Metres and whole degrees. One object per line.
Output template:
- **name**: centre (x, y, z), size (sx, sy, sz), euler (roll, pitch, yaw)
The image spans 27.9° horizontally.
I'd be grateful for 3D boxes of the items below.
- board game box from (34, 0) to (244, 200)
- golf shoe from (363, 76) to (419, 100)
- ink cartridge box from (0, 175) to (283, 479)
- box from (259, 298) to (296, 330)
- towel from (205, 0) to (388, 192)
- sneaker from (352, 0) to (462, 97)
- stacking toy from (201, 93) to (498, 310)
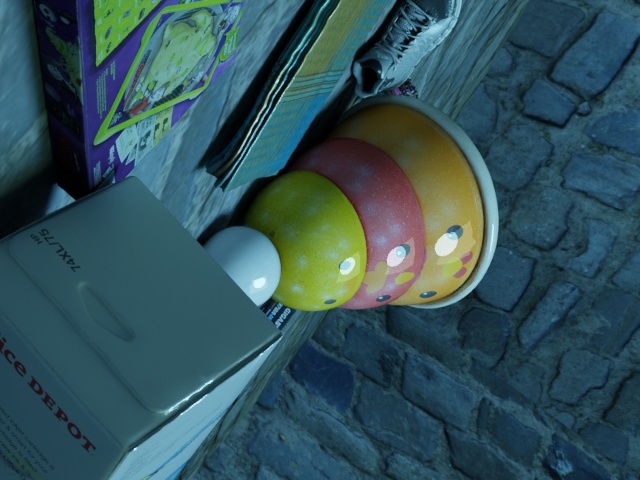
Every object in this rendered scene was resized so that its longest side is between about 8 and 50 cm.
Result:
- **board game box**: centre (-0.129, -0.171, 0.989), size (0.208, 0.056, 0.347), euler (-46, 171, -22)
- **golf shoe**: centre (0.111, -0.247, 2.168), size (0.086, 0.067, 0.186), euler (-28, -178, 18)
- **ink cartridge box**: centre (-0.206, 0.124, 1.095), size (0.197, 0.198, 0.270), euler (-33, 166, -45)
- **box**: centre (-0.142, 0.198, 2.234), size (0.175, 0.051, 0.220), euler (-52, -176, -28)
- **towel**: centre (-0.001, -0.231, 1.575), size (0.370, 0.040, 0.271), euler (-57, 173, 14)
- **sneaker**: centre (0.120, -0.290, 1.884), size (0.132, 0.086, 0.228), euler (-41, 167, -51)
- **stacking toy**: centre (0.000, 0.000, 1.906), size (0.480, 0.350, 0.350), euler (-24, 154, -42)
